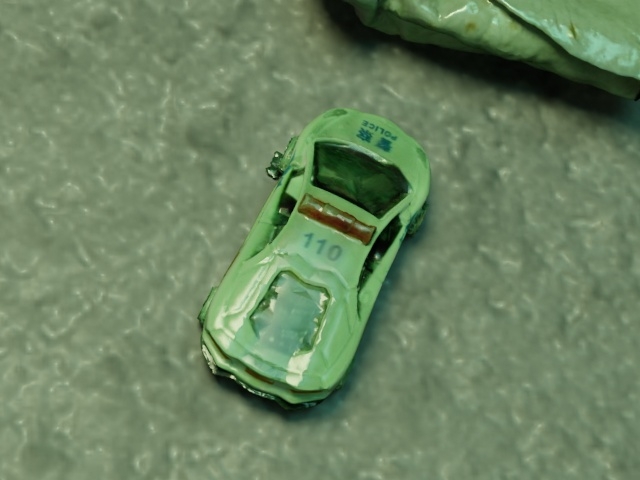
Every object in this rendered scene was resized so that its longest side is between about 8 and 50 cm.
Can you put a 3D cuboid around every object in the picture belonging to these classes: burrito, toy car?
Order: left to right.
[{"bbox_3d":[0.000,0.000,0.857,0.093,0.058,0.186,26,61,1],"label":"toy car"},{"bbox_3d":[0.100,-0.158,0.946,0.228,0.089,0.144,15,48,-8],"label":"burrito"}]
